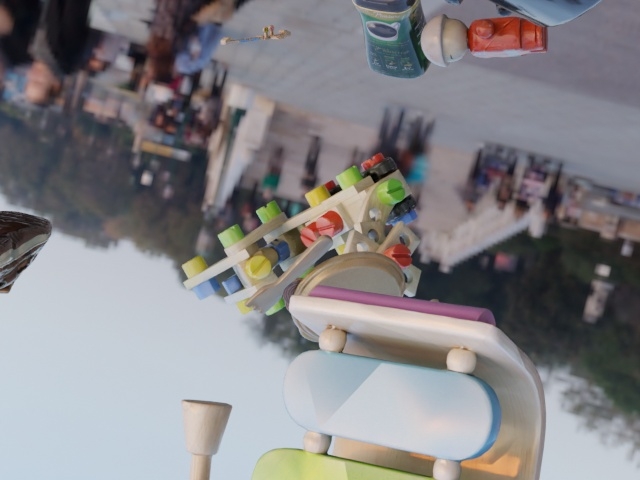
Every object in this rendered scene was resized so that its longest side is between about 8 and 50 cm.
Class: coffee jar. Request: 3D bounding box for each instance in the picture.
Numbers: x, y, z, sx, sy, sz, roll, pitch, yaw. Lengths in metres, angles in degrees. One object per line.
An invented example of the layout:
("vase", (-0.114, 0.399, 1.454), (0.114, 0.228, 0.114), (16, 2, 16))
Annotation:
("coffee jar", (0.101, -0.311, 1.820), (0.096, 0.079, 0.184), (14, 153, 19))

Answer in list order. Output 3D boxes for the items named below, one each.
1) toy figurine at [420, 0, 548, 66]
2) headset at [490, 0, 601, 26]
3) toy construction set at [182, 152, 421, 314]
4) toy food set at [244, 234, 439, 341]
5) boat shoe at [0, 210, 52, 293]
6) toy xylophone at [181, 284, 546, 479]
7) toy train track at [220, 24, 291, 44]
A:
("toy figurine", (0.183, -0.322, 1.486), (0.148, 0.213, 0.209), (0, 134, 18))
("headset", (0.113, -0.263, 0.586), (0.185, 0.243, 0.394), (25, -144, -9))
("toy construction set", (0.000, 0.000, 1.589), (0.328, 0.151, 0.215), (-5, -160, 47))
("toy food set", (0.023, 0.056, 1.351), (0.192, 0.132, 0.038), (32, -157, -39))
("boat shoe", (-0.447, 0.024, 1.801), (0.095, 0.095, 0.257), (16, -167, 7))
("toy xylophone", (0.001, 0.185, 0.643), (0.236, 0.322, 0.081), (-3, 170, 31))
("toy train track", (-0.069, -0.221, 1.395), (0.083, 0.014, 0.048), (-14, -164, -33))
